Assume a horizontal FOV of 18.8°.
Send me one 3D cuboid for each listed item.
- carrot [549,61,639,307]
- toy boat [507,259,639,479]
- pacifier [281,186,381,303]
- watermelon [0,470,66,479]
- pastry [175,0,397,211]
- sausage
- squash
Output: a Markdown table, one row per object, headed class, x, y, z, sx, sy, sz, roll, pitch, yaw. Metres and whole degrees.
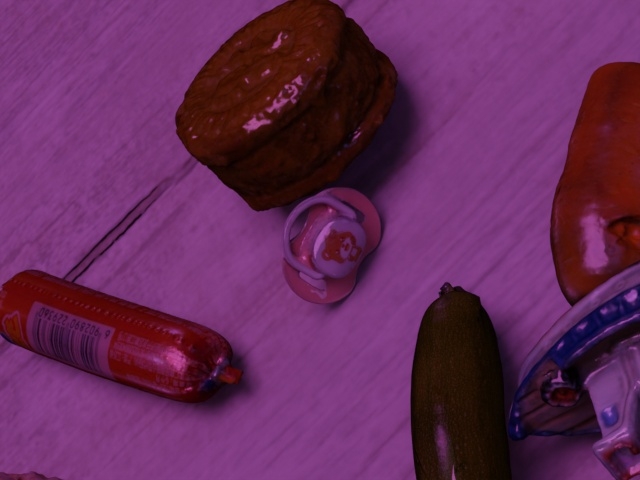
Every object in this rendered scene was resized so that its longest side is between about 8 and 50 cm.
| class | x | y | z | sx | sy | sz | roll | pitch | yaw |
| --- | --- | --- | --- | --- | --- | --- | --- | --- | --- |
| carrot | 0.214 | -0.039 | 1.430 | 0.087 | 0.087 | 0.193 | -12 | 60 | 32 |
| toy boat | 0.244 | 0.082 | 1.311 | 0.262 | 0.114 | 0.115 | -34 | 37 | 12 |
| pacifier | 0.000 | 0.000 | 1.584 | 0.099 | 0.081 | 0.078 | -59 | 19 | -6 |
| watermelon | -0.289 | 0.333 | 1.568 | 0.292 | 0.319 | 0.222 | 50 | 134 | 48 |
| pastry | -0.030 | -0.116 | 1.614 | 0.188 | 0.103 | 0.189 | -32 | 30 | 22 |
| sausage | -0.170 | 0.085 | 1.658 | 0.274 | 0.074 | 0.074 | 14 | 75 | 42 |
| squash | 0.100 | 0.138 | 1.383 | 0.071 | 0.080 | 0.318 | -4 | 48 | 1 |
